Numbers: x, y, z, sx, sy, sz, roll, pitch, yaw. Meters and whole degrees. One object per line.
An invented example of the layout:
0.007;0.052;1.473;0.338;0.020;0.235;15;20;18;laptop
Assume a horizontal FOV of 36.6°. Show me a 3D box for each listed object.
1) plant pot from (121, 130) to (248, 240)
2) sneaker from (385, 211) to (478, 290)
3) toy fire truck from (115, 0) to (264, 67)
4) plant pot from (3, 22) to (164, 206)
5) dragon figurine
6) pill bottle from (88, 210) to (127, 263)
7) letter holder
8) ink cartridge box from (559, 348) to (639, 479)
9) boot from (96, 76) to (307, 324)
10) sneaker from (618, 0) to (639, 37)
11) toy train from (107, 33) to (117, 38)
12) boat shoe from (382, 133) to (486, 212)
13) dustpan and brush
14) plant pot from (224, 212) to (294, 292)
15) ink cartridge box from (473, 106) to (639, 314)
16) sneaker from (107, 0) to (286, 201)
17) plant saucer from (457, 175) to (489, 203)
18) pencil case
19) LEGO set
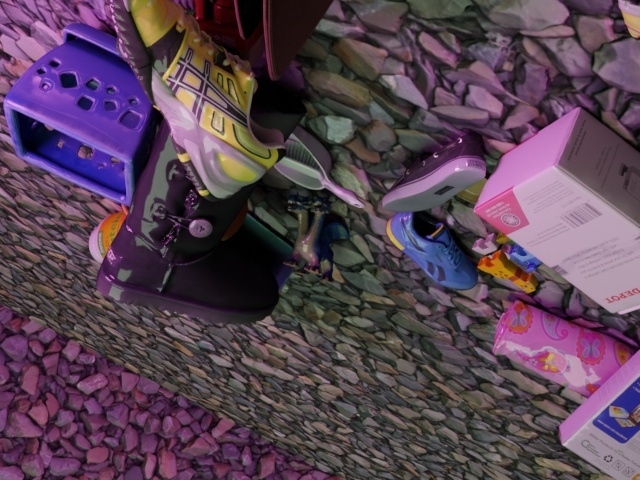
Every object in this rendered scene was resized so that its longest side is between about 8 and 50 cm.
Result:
-0.243;-0.088;1.851;0.205;0.205;0.188;5;160;38;plant pot
0.213;0.018;1.720;0.209;0.069;0.082;38;148;-18;sneaker
-0.197;-0.360;1.397;0.217;0.158;0.246;16;131;12;toy fire truck
-0.384;-0.225;1.678;0.236;0.212;0.236;26;159;-3;plant pot
0.000;0.000;1.870;0.085;0.144;0.289;15;169;22;dragon figurine
-0.432;-0.002;2.220;0.136;0.136;0.245;43;150;-27;pill bottle
-0.074;-0.367;1.157;0.152;0.214;0.302;23;153;10;letter holder
0.596;0.262;1.649;0.175;0.069;0.371;34;118;-10;ink cartridge box
-0.147;-0.071;1.670;0.367;0.445;0.146;8;-148;-37;boot
0.430;-0.242;1.064;0.208;0.081;0.094;23;160;26;sneaker
-0.348;-0.346;1.675;0.083;0.017;0.024;8;158;36;toy train
0.175;-0.107;1.533;0.080;0.076;0.228;10;159;-26;boat shoe
-0.008;-0.122;1.691;0.211;0.060;0.147;25;153;7;dustpan and brush
-0.190;0.063;2.085;0.165;0.166;0.234;38;159;-17;plant pot
0.400;-0.034;1.397;0.283;0.117;0.207;35;152;-11;ink cartridge box
-0.175;-0.240;1.351;0.147;0.145;0.385;-24;125;4;sneaker
0.247;-0.090;1.557;0.083;0.015;0.083;23;152;13;plant saucer
0.456;0.208;1.774;0.284;0.124;0.124;23;153;13;pencil case
0.341;0.030;1.599;0.093;0.087;0.227;36;154;-13;LEGO set
